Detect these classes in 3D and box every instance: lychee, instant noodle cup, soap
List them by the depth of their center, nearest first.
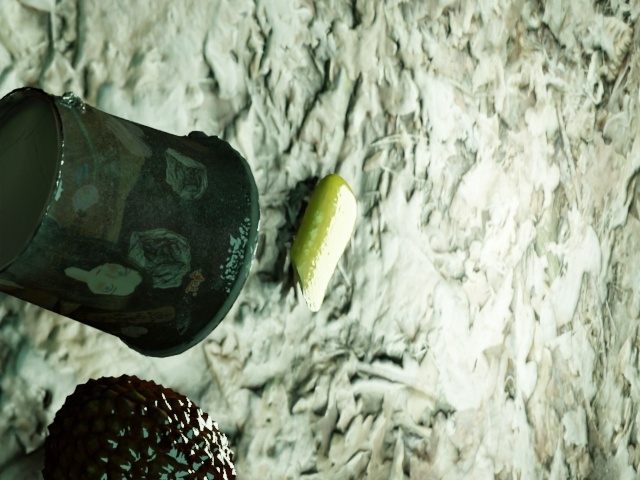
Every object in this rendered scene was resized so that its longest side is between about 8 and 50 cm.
[{"bbox_3d":[-0.198,-0.022,1.087,0.207,0.217,0.217,21,76,-43],"label":"instant noodle cup"},{"bbox_3d":[-0.177,0.211,1.151,0.188,0.188,0.188,-4,95,-51],"label":"lychee"},{"bbox_3d":[0.000,0.000,1.463,0.089,0.033,0.168,48,56,-39],"label":"soap"}]
